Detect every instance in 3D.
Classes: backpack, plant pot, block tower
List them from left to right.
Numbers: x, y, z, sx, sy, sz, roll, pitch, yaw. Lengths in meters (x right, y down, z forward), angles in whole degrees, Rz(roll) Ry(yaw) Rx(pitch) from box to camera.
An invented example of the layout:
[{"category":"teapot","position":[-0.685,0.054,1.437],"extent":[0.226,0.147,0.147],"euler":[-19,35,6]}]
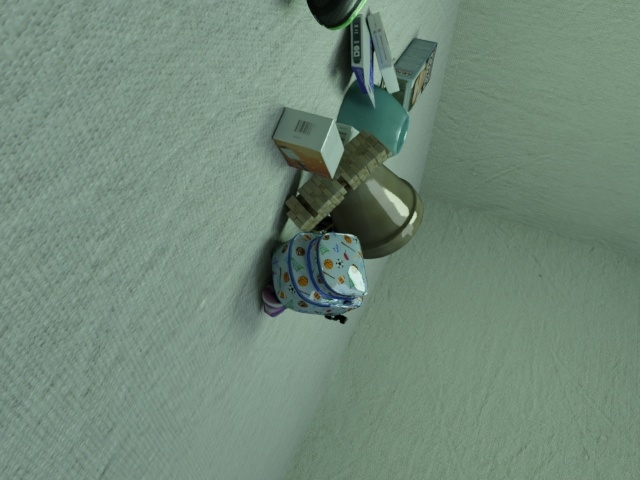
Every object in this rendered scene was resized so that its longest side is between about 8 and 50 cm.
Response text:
[{"category":"backpack","position":[-0.005,0.094,1.369],"extent":[0.213,0.264,0.276],"euler":[-39,-123,48]},{"category":"block tower","position":[0.045,-0.170,1.345],"extent":[0.335,0.091,0.097],"euler":[-43,165,5]},{"category":"plant pot","position":[0.142,-0.145,1.580],"extent":[0.280,0.323,0.323],"euler":[48,58,-41]},{"category":"plant pot","position":[0.191,-0.387,1.630],"extent":[0.290,0.196,0.290],"euler":[19,90,-75]}]

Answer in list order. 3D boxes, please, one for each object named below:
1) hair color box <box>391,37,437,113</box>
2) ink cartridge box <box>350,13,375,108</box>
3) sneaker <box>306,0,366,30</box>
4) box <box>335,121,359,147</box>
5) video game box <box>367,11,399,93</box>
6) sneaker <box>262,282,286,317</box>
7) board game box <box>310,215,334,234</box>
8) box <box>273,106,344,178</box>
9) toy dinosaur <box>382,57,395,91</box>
[{"category":"hair color box","position":[0.396,-0.717,2.077],"extent":[0.185,0.114,0.374],"euler":[91,24,-47]},{"category":"ink cartridge box","position":[0.129,-0.526,1.421],"extent":[0.206,0.045,0.208],"euler":[18,70,-75]},{"category":"sneaker","position":[0.018,-0.650,0.871],"extent":[0.202,0.185,0.482],"euler":[-27,134,-42]},{"category":"box","position":[0.048,-0.299,1.426],"extent":[0.087,0.102,0.101],"euler":[-4,112,-70]},{"category":"video game box","position":[0.208,-0.607,1.550],"extent":[0.205,0.048,0.187],"euler":[15,64,-74]},{"category":"sneaker","position":[-0.107,0.155,1.474],"extent":[0.236,0.095,0.104],"euler":[-44,156,-49]},{"category":"board game box","position":[0.000,0.000,1.708],"extent":[0.170,0.048,0.141],"euler":[-40,145,-61]},{"category":"box","position":[-0.025,-0.242,1.195],"extent":[0.170,0.130,0.091],"euler":[53,57,-71]},{"category":"toy dinosaur","position":[0.253,-0.573,1.875],"extent":[0.118,0.064,0.268],"euler":[-61,161,-51]}]
